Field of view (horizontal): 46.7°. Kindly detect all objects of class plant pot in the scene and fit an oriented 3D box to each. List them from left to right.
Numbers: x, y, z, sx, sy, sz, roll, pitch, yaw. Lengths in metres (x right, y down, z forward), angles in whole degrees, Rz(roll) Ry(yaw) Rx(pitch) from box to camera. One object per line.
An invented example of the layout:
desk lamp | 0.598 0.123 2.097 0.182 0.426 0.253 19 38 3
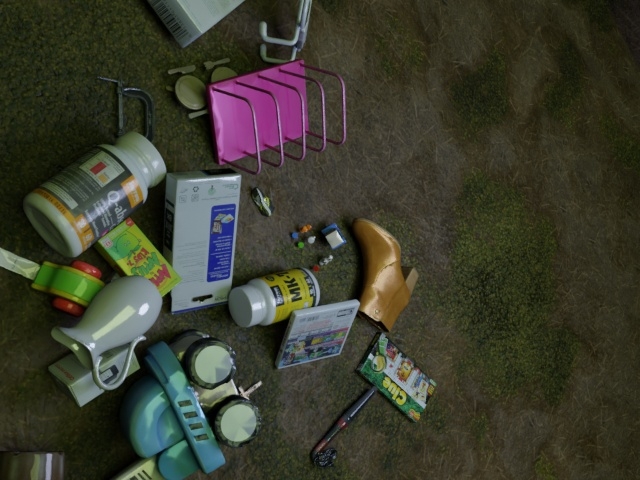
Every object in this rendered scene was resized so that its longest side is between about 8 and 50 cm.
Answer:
plant pot | -0.578 0.499 1.458 0.167 0.167 0.165 10 72 -34

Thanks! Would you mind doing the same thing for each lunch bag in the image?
lunch bag | -0.427 0.093 1.658 0.083 0.053 0.071 50 55 -24

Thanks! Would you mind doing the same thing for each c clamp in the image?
c clamp | -0.444 -0.295 1.707 0.137 0.022 0.160 -5 87 -40

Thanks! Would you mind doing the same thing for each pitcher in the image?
pitcher | -0.412 0.184 1.511 0.207 0.125 0.177 -44 115 -37

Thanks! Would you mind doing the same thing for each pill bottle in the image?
pill bottle | -0.474 -0.105 1.580 0.278 0.162 0.162 -45 110 -30
pill bottle | -0.114 0.142 1.824 0.208 0.119 0.119 -14 94 -41

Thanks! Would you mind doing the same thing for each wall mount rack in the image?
wall mount rack | -0.084 -0.612 1.838 0.131 0.350 0.304 9 89 -4

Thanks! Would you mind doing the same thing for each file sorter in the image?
file sorter | -0.099 -0.301 1.811 0.291 0.182 0.202 -25 125 -34

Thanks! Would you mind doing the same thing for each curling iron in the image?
curling iron | 0.067 0.496 1.980 0.274 0.035 0.068 -50 117 -27

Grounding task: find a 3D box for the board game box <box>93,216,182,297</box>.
board game box | -0.400 0.049 1.629 0.181 0.043 0.092 50 56 -6

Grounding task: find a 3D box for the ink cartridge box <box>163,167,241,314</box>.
ink cartridge box | -0.279 0.001 1.719 0.165 0.065 0.332 -8 116 -36

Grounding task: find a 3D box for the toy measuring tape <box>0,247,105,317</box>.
toy measuring tape | -0.561 0.074 1.530 0.330 0.121 0.121 31 69 -29

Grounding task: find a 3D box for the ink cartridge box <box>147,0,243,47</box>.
ink cartridge box | -0.311 -0.696 1.822 0.308 0.091 0.385 53 43 -19

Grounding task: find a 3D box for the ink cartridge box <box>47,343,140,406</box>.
ink cartridge box | -0.479 0.270 1.566 0.150 0.109 0.063 -33 124 -32

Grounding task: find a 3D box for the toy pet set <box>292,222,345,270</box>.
toy pet set | 0.000 0.000 1.980 0.114 0.065 0.122 -30 102 3

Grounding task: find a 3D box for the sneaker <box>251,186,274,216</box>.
sneaker | -0.146 -0.102 1.894 0.035 0.031 0.083 -43 114 -44

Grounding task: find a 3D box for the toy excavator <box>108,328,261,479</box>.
toy excavator | -0.355 0.460 1.610 0.445 0.222 0.432 -25 101 -20

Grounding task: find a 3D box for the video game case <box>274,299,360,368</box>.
video game case | -0.008 0.238 1.893 0.201 0.023 0.183 -7 130 -36

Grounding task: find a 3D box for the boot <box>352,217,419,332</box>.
boot | 0.147 0.101 2.033 0.295 0.104 0.211 47 61 -27

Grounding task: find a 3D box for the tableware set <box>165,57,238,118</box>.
tableware set | -0.278 -0.369 1.819 0.194 0.039 0.128 -25 90 -39

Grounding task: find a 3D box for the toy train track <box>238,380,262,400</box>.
toy train track | -0.178 0.373 1.833 0.083 0.014 0.048 -32 97 -39

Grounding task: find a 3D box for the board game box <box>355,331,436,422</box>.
board game box | 0.217 0.390 2.101 0.260 0.030 0.136 44 65 -24
